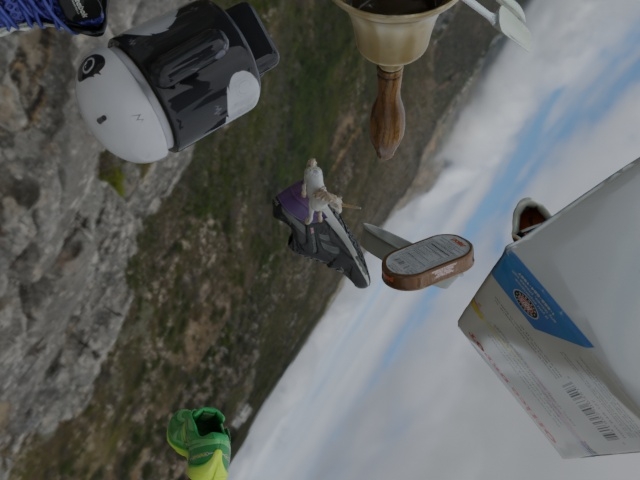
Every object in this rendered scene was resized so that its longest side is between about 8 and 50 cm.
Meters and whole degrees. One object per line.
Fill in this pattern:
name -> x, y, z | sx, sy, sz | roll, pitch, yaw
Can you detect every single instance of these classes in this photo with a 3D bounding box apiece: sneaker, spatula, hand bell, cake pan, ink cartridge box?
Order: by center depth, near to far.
ink cartridge box -> 0.251, 0.067, 0.532 | 0.168, 0.171, 0.233 | -33, 162, -9
hand bell -> 0.069, -0.161, 0.594 | 0.126, 0.126, 0.242 | -57, 160, -24
sneaker -> -0.376, -0.314, 0.759 | 0.315, 0.182, 0.127 | -41, 148, -23
spatula -> 0.247, -0.407, 0.949 | 0.019, 0.242, 0.168 | -23, -129, 50
sneaker -> 0.000, 0.000, 1.284 | 0.124, 0.283, 0.107 | -29, -157, 8
sneaker -> -0.244, 0.408, 1.288 | 0.295, 0.109, 0.124 | 7, -100, 64
cake pan -> 0.225, 0.042, 1.569 | 0.054, 0.293, 0.293 | -64, 177, 8
sneaker -> 0.570, 0.036, 1.573 | 0.126, 0.321, 0.127 | -23, 150, 16

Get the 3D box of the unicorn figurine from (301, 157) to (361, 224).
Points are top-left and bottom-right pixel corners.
unicorn figurine -> -0.002, -0.080, 1.092 | 0.060, 0.162, 0.111 | -17, 152, -22

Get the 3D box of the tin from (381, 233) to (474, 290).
tin -> 0.204, 0.039, 1.154 | 0.189, 0.106, 0.040 | -20, 126, -20

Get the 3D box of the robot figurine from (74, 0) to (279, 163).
robot figurine -> -0.197, -0.226, 0.844 | 0.278, 0.173, 0.209 | -35, 155, -21
